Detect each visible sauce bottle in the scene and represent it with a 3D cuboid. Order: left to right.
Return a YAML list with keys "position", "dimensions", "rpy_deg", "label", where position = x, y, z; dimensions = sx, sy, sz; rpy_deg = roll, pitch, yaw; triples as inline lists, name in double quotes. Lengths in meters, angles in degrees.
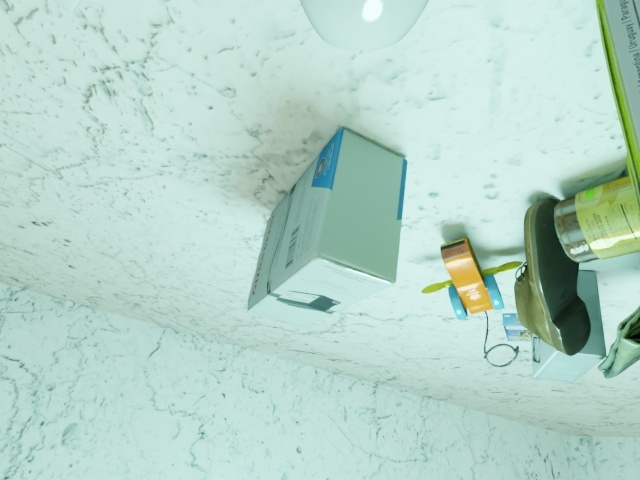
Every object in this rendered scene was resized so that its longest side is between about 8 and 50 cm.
- position: [0.500, -0.061, 0.542]
  dimensions: [0.111, 0.111, 0.344]
  rpy_deg: [30, 145, -32]
  label: "sauce bottle"

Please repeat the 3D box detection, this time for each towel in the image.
- position: [0.572, 0.087, 0.658]
  dimensions: [0.312, 0.056, 0.324]
  rpy_deg: [-40, 144, 4]
  label: "towel"

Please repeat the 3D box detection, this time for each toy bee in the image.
- position: [0.315, 0.102, 0.891]
  dimensions: [0.196, 0.162, 0.298]
  rpy_deg: [-1, 121, 11]
  label: "toy bee"

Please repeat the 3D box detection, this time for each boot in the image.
- position: [0.390, 0.064, 0.752]
  dimensions: [0.115, 0.112, 0.305]
  rpy_deg: [27, 142, 61]
  label: "boot"

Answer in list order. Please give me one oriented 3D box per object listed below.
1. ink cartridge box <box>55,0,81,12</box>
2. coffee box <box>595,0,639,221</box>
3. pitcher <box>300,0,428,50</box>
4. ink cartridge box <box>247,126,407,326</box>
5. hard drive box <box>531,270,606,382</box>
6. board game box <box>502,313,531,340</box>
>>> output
- position: [-0.245, -0.342, 0.284]
  dimensions: [0.199, 0.114, 0.273]
  rpy_deg: [-15, 143, 38]
  label: "ink cartridge box"
- position: [0.431, -0.043, 0.279]
  dimensions: [0.335, 0.337, 0.338]
  rpy_deg: [-15, 158, 41]
  label: "coffee box"
- position: [0.063, -0.268, 0.324]
  dimensions: [0.178, 0.125, 0.207]
  rpy_deg: [-5, 140, -2]
  label: "pitcher"
- position: [0.000, 0.000, 0.713]
  dimensions: [0.129, 0.223, 0.307]
  rpy_deg: [21, 151, -19]
  label: "ink cartridge box"
- position: [0.534, 0.194, 0.926]
  dimensions: [0.089, 0.181, 0.232]
  rpy_deg: [3, 150, 17]
  label: "hard drive box"
- position: [0.608, 0.238, 1.133]
  dimensions: [0.201, 0.035, 0.136]
  rpy_deg: [-5, 148, 27]
  label: "board game box"
